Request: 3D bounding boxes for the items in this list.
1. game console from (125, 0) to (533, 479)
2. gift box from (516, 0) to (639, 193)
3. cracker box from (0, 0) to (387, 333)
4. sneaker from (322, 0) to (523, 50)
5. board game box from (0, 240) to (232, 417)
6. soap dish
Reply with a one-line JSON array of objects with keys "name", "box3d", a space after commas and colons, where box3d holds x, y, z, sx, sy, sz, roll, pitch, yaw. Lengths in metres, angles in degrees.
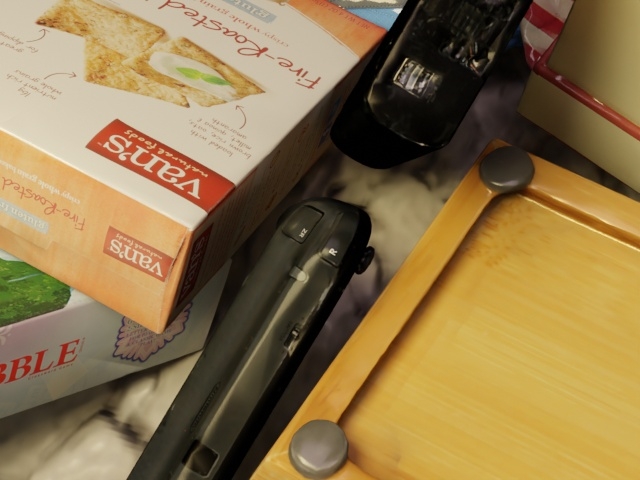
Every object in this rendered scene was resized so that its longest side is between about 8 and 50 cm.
[{"name": "game console", "box3d": [0.000, 0.000, 0.606, 0.044, 0.213, 0.361, 31, 90, -3]}, {"name": "gift box", "box3d": [0.247, -0.135, 0.639, 0.276, 0.258, 0.255, 39, 68, 13]}, {"name": "cracker box", "box3d": [-0.083, -0.070, 0.675, 0.156, 0.067, 0.232, 27, 37, 8]}, {"name": "sneaker", "box3d": [0.089, -0.125, 0.776, 0.209, 0.069, 0.082, 6, 85, 1]}, {"name": "board game box", "box3d": [-0.260, -0.029, 0.645, 0.318, 0.066, 0.319, -18, 50, -44]}, {"name": "soap dish", "box3d": [0.130, 0.098, 0.577, 0.291, 0.118, 0.229, 27, 62, 20]}]
